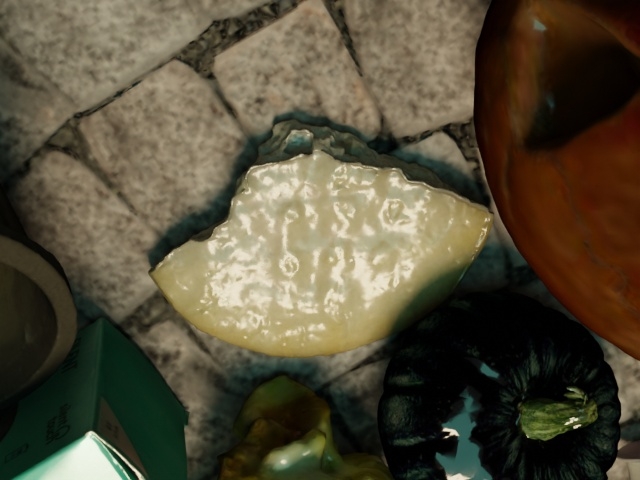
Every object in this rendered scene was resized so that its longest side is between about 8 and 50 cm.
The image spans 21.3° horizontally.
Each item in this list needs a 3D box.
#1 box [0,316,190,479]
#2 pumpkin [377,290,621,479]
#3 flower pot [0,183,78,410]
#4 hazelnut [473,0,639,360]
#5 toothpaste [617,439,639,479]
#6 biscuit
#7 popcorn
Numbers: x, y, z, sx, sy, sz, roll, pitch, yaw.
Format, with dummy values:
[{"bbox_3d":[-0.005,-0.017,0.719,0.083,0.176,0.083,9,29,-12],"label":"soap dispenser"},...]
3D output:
[{"bbox_3d":[-0.255,0.207,1.252,0.311,0.205,0.118,-30,113,7],"label":"box"},{"bbox_3d":[0.135,0.134,1.277,0.194,0.150,0.194,-1,83,6],"label":"pumpkin"},{"bbox_3d":[-0.308,0.006,1.174,0.269,0.166,0.269,-9,147,-6],"label":"flower pot"},{"bbox_3d":[0.314,-0.074,1.122,0.429,0.402,0.402,4,108,-10],"label":"hazelnut"},{"bbox_3d":[0.299,0.319,1.362,0.100,0.066,0.323,-12,97,13],"label":"toothpaste"},{"bbox_3d":[0.000,0.000,1.286,0.265,0.040,0.188,-15,110,2],"label":"biscuit"},{"bbox_3d":[-0.025,0.210,1.287,0.198,0.198,0.212,-9,87,0],"label":"popcorn"}]
